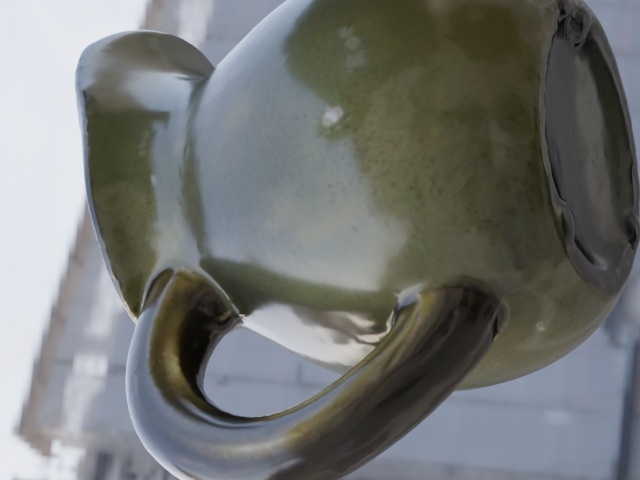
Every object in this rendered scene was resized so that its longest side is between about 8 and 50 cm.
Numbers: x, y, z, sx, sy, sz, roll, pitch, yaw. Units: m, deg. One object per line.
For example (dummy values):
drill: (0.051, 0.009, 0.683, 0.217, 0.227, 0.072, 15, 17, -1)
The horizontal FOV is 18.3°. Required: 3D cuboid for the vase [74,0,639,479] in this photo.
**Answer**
vase: (0.000, 0.000, 1.074, 0.241, 0.302, 0.329, 60, -146, -40)
